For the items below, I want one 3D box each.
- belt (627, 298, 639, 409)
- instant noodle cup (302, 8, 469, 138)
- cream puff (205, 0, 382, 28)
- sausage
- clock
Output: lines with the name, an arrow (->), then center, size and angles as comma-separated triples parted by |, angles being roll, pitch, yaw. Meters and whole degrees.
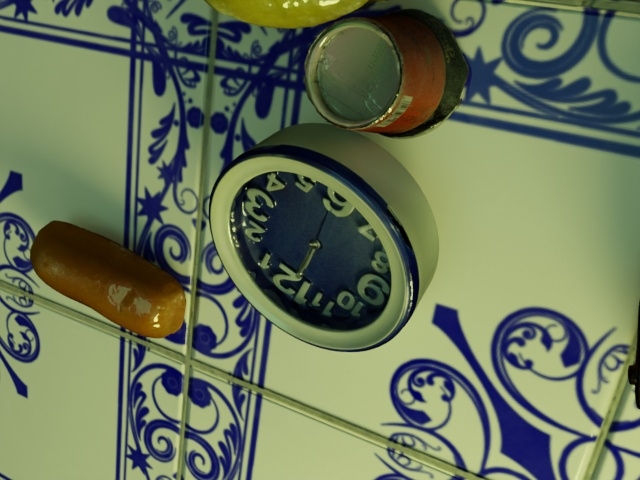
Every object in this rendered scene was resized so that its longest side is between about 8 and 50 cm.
belt -> 0.317, 0.094, 0.472 | 0.124, 0.128, 0.201 | 0, 105, 24
instant noodle cup -> 0.053, -0.146, 0.524 | 0.127, 0.135, 0.127 | 7, 107, 25
cream puff -> -0.017, -0.319, 0.429 | 0.275, 0.378, 0.378 | 33, 123, -29
sausage -> -0.281, 0.048, 0.765 | 0.238, 0.098, 0.098 | 25, 114, 16
clock -> 0.000, 0.000, 0.588 | 0.230, 0.083, 0.231 | 19, 133, 22
